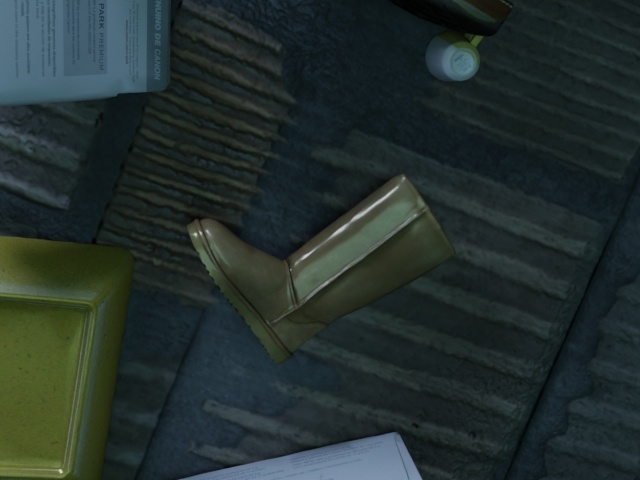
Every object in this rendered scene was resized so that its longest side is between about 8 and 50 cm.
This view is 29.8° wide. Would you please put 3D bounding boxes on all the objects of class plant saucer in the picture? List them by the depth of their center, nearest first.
[{"bbox_3d":[-0.402,0.162,1.445,0.333,0.081,0.332,6,102,-20],"label":"plant saucer"}]

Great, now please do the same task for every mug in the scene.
[{"bbox_3d":[0.167,-0.229,1.471,0.062,0.064,0.078,4,105,-11],"label":"mug"}]

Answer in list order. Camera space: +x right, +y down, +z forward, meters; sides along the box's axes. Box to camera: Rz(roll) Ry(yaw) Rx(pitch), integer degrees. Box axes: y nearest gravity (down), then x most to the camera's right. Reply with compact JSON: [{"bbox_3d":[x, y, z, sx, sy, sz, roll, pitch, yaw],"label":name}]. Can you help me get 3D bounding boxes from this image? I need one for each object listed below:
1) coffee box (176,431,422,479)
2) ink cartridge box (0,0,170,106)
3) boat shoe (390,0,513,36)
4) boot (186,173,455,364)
[{"bbox_3d":[-0.003,0.490,1.504,0.338,0.338,0.334,-11,108,-6],"label":"coffee box"},{"bbox_3d":[-0.307,-0.310,1.307,0.272,0.130,0.309,-9,110,-37],"label":"ink cartridge box"},{"bbox_3d":[0.084,-0.351,1.384,0.324,0.122,0.120,29,90,-9],"label":"boat shoe"},{"bbox_3d":[0.000,0.000,1.501,0.269,0.089,0.236,-34,119,1],"label":"boot"}]
